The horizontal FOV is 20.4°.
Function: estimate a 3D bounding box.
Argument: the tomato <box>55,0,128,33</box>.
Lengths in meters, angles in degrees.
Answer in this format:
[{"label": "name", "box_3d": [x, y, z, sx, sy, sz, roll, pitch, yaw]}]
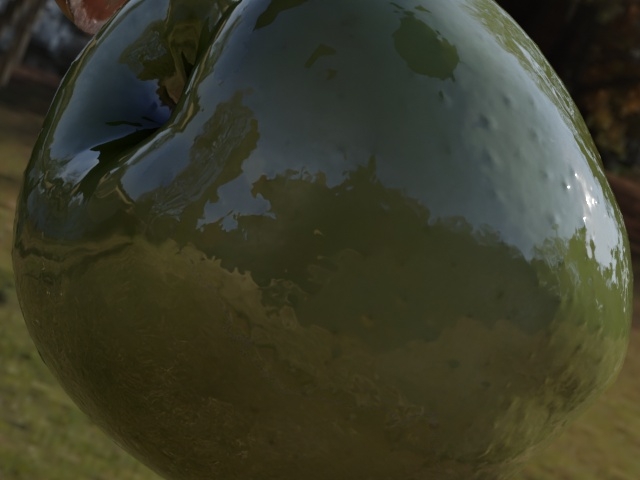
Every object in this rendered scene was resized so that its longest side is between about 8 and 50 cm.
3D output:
[{"label": "tomato", "box_3d": [-0.209, -0.317, 1.671, 0.112, 0.228, 0.199, 30, 10, 16]}]

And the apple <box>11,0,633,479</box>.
[{"label": "apple", "box_3d": [0.000, 0.000, 1.039, 0.357, 0.357, 0.357, 22, 12, -5]}]
